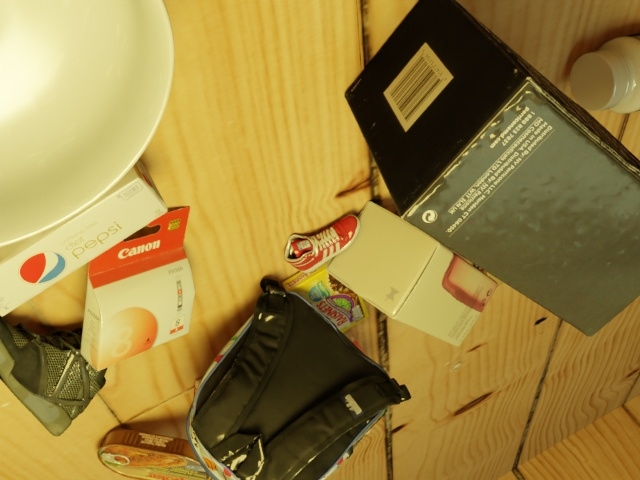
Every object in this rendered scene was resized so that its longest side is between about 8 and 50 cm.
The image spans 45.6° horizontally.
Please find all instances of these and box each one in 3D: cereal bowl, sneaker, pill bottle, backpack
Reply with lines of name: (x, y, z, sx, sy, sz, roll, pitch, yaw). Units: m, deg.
cereal bowl: (-0.294, -0.148, 0.579, 0.339, 0.141, 0.338, -22, 143, -17)
sneaker: (-0.342, 0.133, 0.943, 0.130, 0.087, 0.227, -45, 134, -23)
pill bottle: (0.464, -0.246, 1.114, 0.187, 0.112, 0.112, -16, 142, -25)
sneaker: (0.000, 0.000, 1.092, 0.118, 0.042, 0.067, -41, 149, 13)
backpack: (-0.062, 0.242, 1.101, 0.263, 0.277, 0.213, -43, 167, -34)

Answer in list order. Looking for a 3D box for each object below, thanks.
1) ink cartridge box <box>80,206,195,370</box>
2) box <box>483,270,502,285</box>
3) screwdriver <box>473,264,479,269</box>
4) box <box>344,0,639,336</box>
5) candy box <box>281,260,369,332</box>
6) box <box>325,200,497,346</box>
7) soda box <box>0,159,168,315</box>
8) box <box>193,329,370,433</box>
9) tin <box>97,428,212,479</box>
ink cartridge box: (-0.213, 0.058, 0.928, 0.145, 0.045, 0.179, -20, 137, -46)
box: (0.360, -0.007, 1.387, 0.164, 0.021, 0.201, -37, 146, -8)
screwdriver: (0.290, 0.038, 1.400, 0.025, 0.024, 0.169, -46, 155, -38)
box: (0.212, -0.092, 0.850, 0.294, 0.296, 0.182, 29, 114, -26)
candy box: (0.013, 0.097, 1.236, 0.105, 0.027, 0.206, -30, 145, -3)
box: (0.145, 0.056, 1.166, 0.126, 0.149, 0.232, -58, 143, 3)
soda box: (-0.279, -0.015, 0.814, 0.216, 0.074, 0.069, -32, 145, -2)
box: (-0.056, 0.287, 1.308, 0.300, 0.142, 0.154, -15, 141, -26)
tin: (-0.262, 0.352, 1.224, 0.190, 0.040, 0.106, 9, 131, 5)
